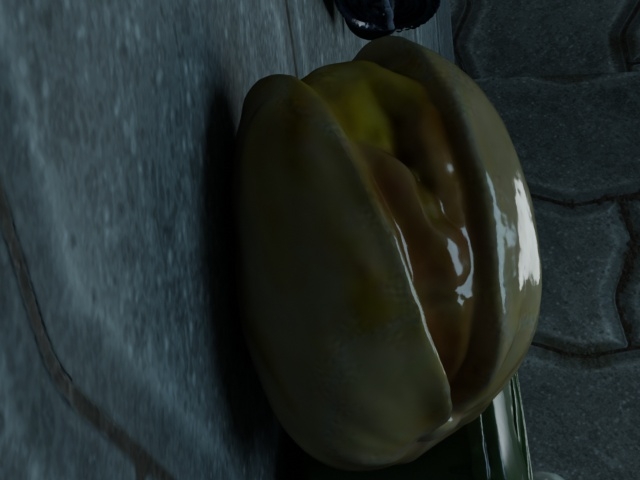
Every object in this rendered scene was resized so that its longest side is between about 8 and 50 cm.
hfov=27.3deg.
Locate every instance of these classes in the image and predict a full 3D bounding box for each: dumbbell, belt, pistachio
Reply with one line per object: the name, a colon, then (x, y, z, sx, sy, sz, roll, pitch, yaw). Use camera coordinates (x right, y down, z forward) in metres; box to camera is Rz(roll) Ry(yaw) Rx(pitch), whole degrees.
dumbbell: (0.064, -0.272, 1.543, 0.147, 0.069, 0.069, -64, 151, -72)
belt: (0.062, -0.305, 1.367, 0.218, 0.122, 0.128, 46, 40, -75)
pistachio: (0.039, 0.021, 0.928, 0.230, 0.230, 0.309, -66, 145, -70)

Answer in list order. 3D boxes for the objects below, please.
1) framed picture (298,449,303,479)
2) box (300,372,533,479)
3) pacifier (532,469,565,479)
framed picture: (0.008, 0.297, 1.233, 0.209, 0.019, 0.281, -60, 147, -73)
box: (0.087, 0.149, 1.168, 0.329, 0.178, 0.253, -91, 167, -46)
pacifier: (0.195, 0.365, 1.821, 0.220, 0.273, 0.332, 107, -12, -63)
